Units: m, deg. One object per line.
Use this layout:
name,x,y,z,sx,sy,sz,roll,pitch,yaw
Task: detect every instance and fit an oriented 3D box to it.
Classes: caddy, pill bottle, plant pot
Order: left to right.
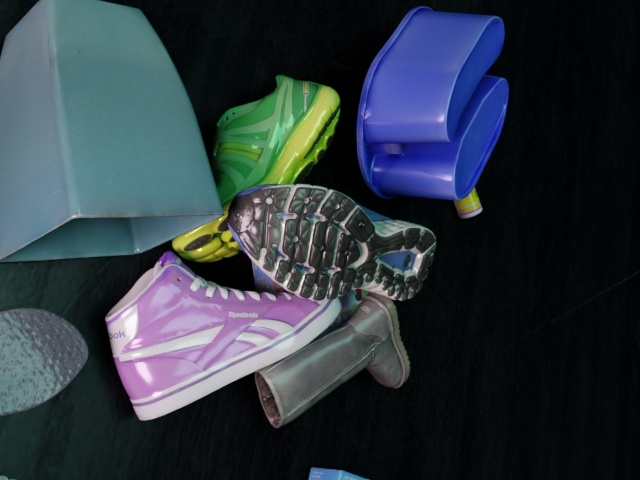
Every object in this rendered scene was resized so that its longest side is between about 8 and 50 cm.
plant pot,-0.230,-0.114,0.760,0.165,0.166,0.234,-4,79,-46
caddy,0.166,-0.213,1.177,0.341,0.179,0.241,-57,145,-36
pill bottle,0.253,-0.084,1.331,0.043,0.043,0.083,-35,108,-44

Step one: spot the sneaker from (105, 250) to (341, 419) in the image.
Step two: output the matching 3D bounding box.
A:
sneaker,-0.107,0.072,0.868,0.282,0.102,0.161,-23,94,-34

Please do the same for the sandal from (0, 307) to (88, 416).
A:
sandal,-0.338,0.136,0.684,0.254,0.054,0.097,-26,94,-36

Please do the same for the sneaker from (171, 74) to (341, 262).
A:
sneaker,-0.092,-0.092,0.949,0.295,0.123,0.109,-52,161,-23

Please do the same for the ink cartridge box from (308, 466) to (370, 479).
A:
ink cartridge box,0.022,0.401,0.989,0.104,0.060,0.180,33,60,-38

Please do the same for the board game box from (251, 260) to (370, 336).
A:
board game box,-0.001,0.063,1.046,0.211,0.039,0.160,-6,88,-45

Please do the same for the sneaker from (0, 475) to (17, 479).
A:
sneaker,-0.291,0.248,0.668,0.091,0.094,0.258,-62,146,-49

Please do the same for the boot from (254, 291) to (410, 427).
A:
boot,0.020,0.182,1.002,0.208,0.076,0.189,-40,130,-28

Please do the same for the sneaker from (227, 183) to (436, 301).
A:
sneaker,0.000,0.000,0.930,0.330,0.147,0.129,17,93,-50
